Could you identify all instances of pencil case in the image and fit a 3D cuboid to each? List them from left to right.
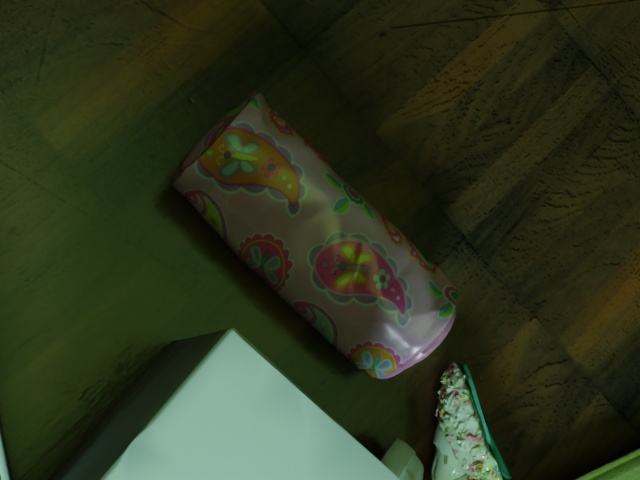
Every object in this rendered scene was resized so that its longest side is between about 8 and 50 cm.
[{"bbox_3d":[0.000,0.000,0.902,0.284,0.124,0.124,43,73,-9],"label":"pencil case"}]

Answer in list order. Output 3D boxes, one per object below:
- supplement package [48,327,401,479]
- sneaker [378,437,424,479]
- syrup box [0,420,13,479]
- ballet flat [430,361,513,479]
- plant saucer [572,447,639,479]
[{"bbox_3d":[-0.086,0.208,0.764,0.198,0.263,0.199,43,73,-8],"label":"supplement package"},{"bbox_3d":[0.064,0.315,0.828,0.169,0.108,0.292,28,49,7],"label":"sneaker"},{"bbox_3d":[-0.296,0.186,0.790,0.093,0.096,0.236,-11,85,-19],"label":"syrup box"},{"bbox_3d":[0.149,0.236,0.935,0.077,0.091,0.241,-23,86,4],"label":"ballet flat"},{"bbox_3d":[0.311,0.307,0.991,0.188,0.045,0.188,-19,89,-20],"label":"plant saucer"}]
